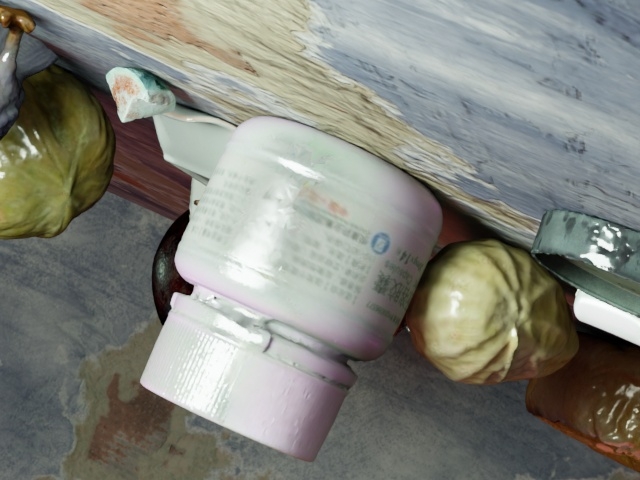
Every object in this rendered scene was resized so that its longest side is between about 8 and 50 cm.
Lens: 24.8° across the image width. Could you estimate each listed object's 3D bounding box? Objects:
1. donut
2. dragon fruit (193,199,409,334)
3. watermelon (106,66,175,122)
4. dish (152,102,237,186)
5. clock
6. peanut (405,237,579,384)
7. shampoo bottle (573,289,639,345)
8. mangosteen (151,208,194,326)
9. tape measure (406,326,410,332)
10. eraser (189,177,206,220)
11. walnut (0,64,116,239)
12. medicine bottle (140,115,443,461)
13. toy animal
[{"bbox_3d":[0.434,0.232,2.029,0.299,0.150,0.317,27,176,11],"label":"donut"},{"bbox_3d":[0.008,-0.006,2.012,0.286,0.228,0.329,57,-167,-5],"label":"dragon fruit"},{"bbox_3d":[-0.196,-0.152,1.558,0.085,0.061,0.085,27,-175,-2],"label":"watermelon"},{"bbox_3d":[-0.126,-0.101,1.751,0.154,0.064,0.234,23,174,32],"label":"dish"},{"bbox_3d":[0.287,0.036,1.279,0.215,0.042,0.215,25,176,2],"label":"clock"},{"bbox_3d":[0.192,0.083,1.627,0.174,0.158,0.340,-13,173,9],"label":"peanut"},{"bbox_3d":[0.296,0.066,1.428,0.099,0.043,0.072,22,-147,35],"label":"shampoo bottle"},{"bbox_3d":[-0.129,0.058,2.374,0.300,0.300,0.300,25,175,2],"label":"mangosteen"},{"bbox_3d":[0.139,0.109,2.559,0.164,0.084,0.330,19,175,17],"label":"tape measure"},{"bbox_3d":[-0.125,-0.016,2.103,0.038,0.157,0.230,-3,165,20],"label":"eraser"},{"bbox_3d":[-0.395,-0.131,1.857,0.283,0.227,0.283,37,142,36],"label":"walnut"},{"bbox_3d":[-0.034,0.051,1.496,0.241,0.302,0.241,25,175,2],"label":"medicine bottle"},{"bbox_3d":[-0.375,-0.172,1.552,0.122,0.185,0.298,21,-166,0],"label":"toy animal"}]
